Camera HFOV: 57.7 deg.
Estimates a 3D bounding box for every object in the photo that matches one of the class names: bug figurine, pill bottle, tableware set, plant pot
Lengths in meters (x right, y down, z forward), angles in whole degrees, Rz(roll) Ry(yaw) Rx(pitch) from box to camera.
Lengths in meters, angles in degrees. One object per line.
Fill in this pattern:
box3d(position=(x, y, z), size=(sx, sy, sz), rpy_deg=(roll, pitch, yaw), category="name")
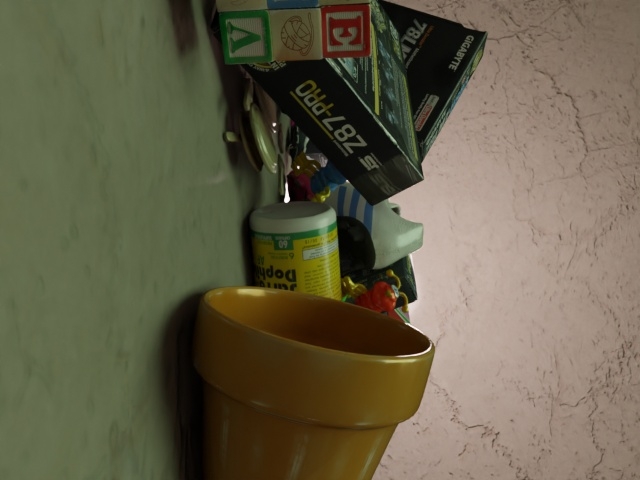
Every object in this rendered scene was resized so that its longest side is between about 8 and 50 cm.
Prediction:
box3d(position=(0.020, 0.012, 0.870), size=(0.216, 0.072, 0.278), rpy_deg=(-32, -105, 57), category="bug figurine")
box3d(position=(-0.030, 0.059, 0.787), size=(0.117, 0.118, 0.208), rpy_deg=(-76, 163, -73), category="pill bottle")
box3d(position=(-0.085, -0.150, 0.741), size=(0.194, 0.039, 0.128), rpy_deg=(-96, 168, -53), category="tableware set")
box3d(position=(-0.021, 0.156, 0.512), size=(0.205, 0.205, 0.187), rpy_deg=(-38, 140, -84), category="plant pot")

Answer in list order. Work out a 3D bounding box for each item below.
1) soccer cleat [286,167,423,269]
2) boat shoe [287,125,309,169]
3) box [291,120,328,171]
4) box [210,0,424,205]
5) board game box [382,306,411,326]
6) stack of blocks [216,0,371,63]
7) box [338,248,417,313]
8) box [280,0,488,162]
box3d(position=(0.053, -0.047, 1.038), size=(0.331, 0.143, 0.115), rpy_deg=(44, -38, 51), category="soccer cleat")
box3d(position=(-0.048, -0.187, 1.171), size=(0.046, 0.038, 0.125), rpy_deg=(124, -16, -47), category="boat shoe")
box3d(position=(0.014, -0.275, 1.324), size=(0.163, 0.142, 0.247), rpy_deg=(71, 17, -72), category="box")
box3d(position=(0.014, -0.289, 0.807), size=(0.318, 0.097, 0.394), rpy_deg=(41, 34, -35), category="box")
box3d(position=(0.047, 0.209, 0.998), size=(0.064, 0.242, 0.316), rpy_deg=(45, 19, -13), category="board game box")
box3d(position=(-0.047, -0.301, 0.466), size=(0.087, 0.171, 0.296), rpy_deg=(-84, 171, -61), category="stack of blocks")
box3d(position=(0.048, 0.072, 1.028), size=(0.059, 0.233, 0.183), rpy_deg=(59, 17, -25), category="box")
box3d(position=(0.117, -0.314, 1.087), size=(0.295, 0.294, 0.073), rpy_deg=(-58, 160, -22), category="box")
